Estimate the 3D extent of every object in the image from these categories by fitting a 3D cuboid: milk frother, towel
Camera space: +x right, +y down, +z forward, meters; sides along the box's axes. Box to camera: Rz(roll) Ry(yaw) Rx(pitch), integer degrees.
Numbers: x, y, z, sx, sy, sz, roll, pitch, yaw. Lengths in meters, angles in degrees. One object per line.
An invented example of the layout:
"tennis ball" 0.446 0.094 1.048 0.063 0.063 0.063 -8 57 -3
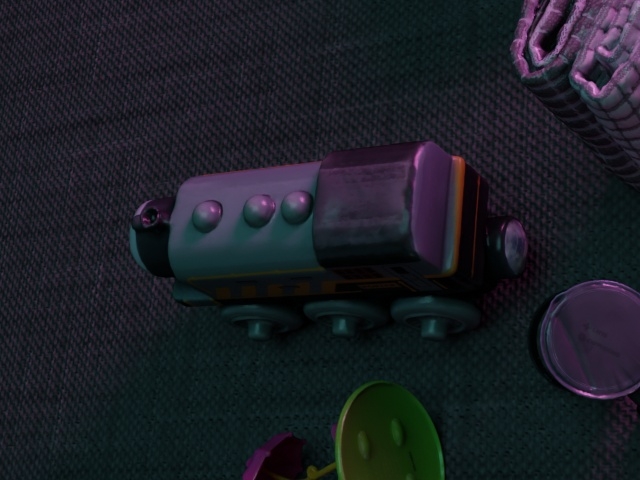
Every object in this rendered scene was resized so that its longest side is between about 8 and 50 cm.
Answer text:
"milk frother" 0.232 0.056 0.957 0.129 0.135 0.143 26 88 6
"towel" 0.278 -0.188 0.970 0.121 0.235 0.283 26 86 43

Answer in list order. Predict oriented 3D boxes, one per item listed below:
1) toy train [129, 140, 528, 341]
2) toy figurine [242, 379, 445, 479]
"toy train" 0.000 0.000 1.092 0.334 0.190 0.142 -3 69 31
"toy figurine" 0.008 0.214 1.071 0.159 0.130 0.173 -19 85 40
